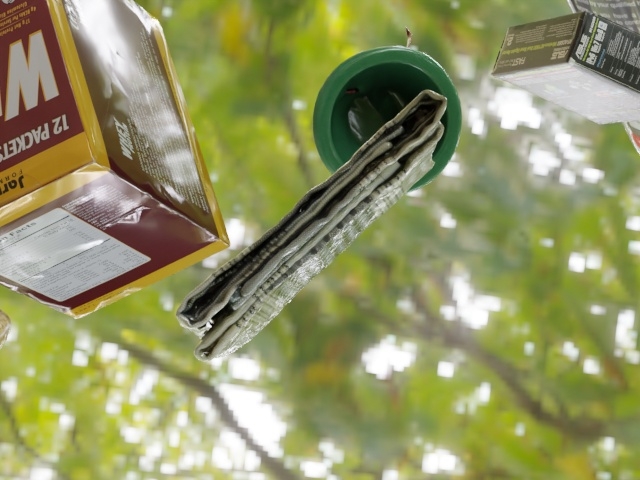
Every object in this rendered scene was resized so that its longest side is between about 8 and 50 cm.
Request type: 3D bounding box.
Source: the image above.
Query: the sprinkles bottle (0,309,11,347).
[{"bbox_3d":[-0.351,-0.012,1.014,0.121,0.355,0.121,-52,-174,8],"label":"sprinkles bottle"}]

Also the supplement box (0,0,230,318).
[{"bbox_3d":[-0.180,-0.077,1.184,0.194,0.129,0.191,35,33,-63],"label":"supplement box"}]

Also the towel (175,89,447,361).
[{"bbox_3d":[0.000,0.000,1.674,0.312,0.056,0.324,-41,174,-3],"label":"towel"}]

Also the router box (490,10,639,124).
[{"bbox_3d":[0.181,-0.113,1.183,0.038,0.092,0.122,-71,-162,-6],"label":"router box"}]

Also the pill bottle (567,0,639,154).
[{"bbox_3d":[0.288,-0.221,1.463,0.318,0.176,0.176,58,8,-35],"label":"pill bottle"}]

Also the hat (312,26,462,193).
[{"bbox_3d":[0.062,-0.147,2.120,0.183,0.209,0.173,-164,-121,-71],"label":"hat"}]
